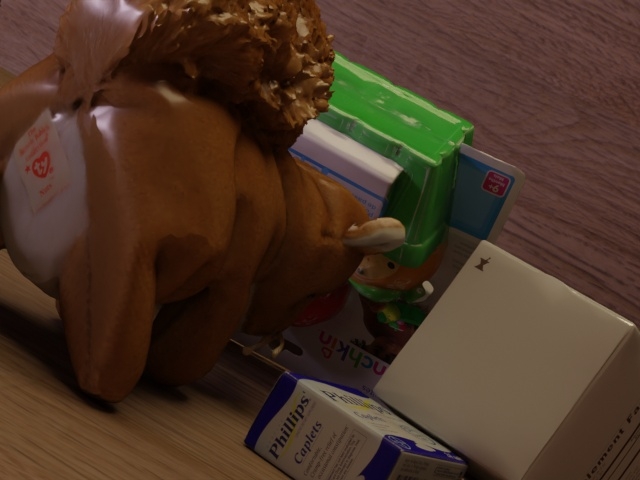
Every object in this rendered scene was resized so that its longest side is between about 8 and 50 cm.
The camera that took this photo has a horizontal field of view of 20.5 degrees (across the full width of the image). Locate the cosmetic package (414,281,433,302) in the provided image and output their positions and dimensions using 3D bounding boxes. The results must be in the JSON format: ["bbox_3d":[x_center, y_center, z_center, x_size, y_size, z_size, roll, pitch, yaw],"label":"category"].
[{"bbox_3d":[0.073,0.059,2.060,0.377,0.097,0.284,31,-29,37],"label":"cosmetic package"}]

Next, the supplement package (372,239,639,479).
[{"bbox_3d":[0.210,0.163,1.619,0.177,0.175,0.293,32,-9,37],"label":"supplement package"}]

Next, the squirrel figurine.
[{"bbox_3d":[-0.082,-0.070,1.513,0.370,0.397,0.281,9,12,-47],"label":"squirrel figurine"}]

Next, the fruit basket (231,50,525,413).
[{"bbox_3d":[0.000,0.000,1.807,0.327,0.353,0.165,30,29,11],"label":"fruit basket"}]

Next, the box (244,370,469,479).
[{"bbox_3d":[0.031,0.176,1.472,0.137,0.072,0.126,30,5,33],"label":"box"}]
